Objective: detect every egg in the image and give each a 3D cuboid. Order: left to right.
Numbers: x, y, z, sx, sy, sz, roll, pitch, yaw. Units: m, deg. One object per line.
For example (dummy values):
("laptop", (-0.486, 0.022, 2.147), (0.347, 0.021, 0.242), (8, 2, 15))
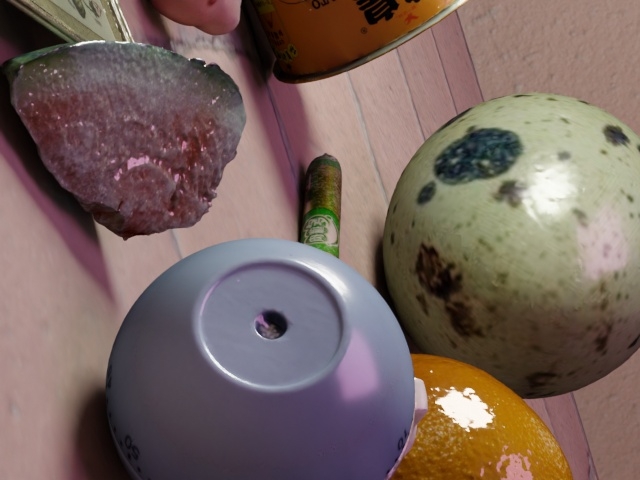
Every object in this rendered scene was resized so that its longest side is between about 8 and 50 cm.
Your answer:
("egg", (0.201, 0.004, 1.831), (0.379, 0.287, 0.288), (-29, 103, -73))

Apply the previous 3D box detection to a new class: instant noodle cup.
("instant noodle cup", (0.016, -0.254, 1.563), (0.172, 0.215, 0.216), (59, 16, -19))

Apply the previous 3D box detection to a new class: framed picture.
("framed picture", (-0.161, -0.179, 1.026), (0.173, 0.010, 0.231), (67, 10, 14))

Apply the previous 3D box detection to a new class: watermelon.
("watermelon", (-0.115, -0.062, 1.011), (0.180, 0.081, 0.094), (33, 56, -49))

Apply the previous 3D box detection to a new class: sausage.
("sausage", (0.000, 0.000, 1.523), (0.269, 0.032, 0.033), (-87, 157, -58))

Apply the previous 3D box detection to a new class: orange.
("orange", (0.066, 0.169, 1.218), (0.206, 0.206, 0.206), (-16, 90, -78))

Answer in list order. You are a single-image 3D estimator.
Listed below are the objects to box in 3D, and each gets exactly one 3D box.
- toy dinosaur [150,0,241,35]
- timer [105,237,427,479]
("toy dinosaur", (-0.100, -0.255, 1.286), (0.177, 0.152, 0.194), (-59, 137, -18))
("timer", (-0.015, 0.102, 1.011), (0.255, 0.175, 0.175), (59, 19, -54))
